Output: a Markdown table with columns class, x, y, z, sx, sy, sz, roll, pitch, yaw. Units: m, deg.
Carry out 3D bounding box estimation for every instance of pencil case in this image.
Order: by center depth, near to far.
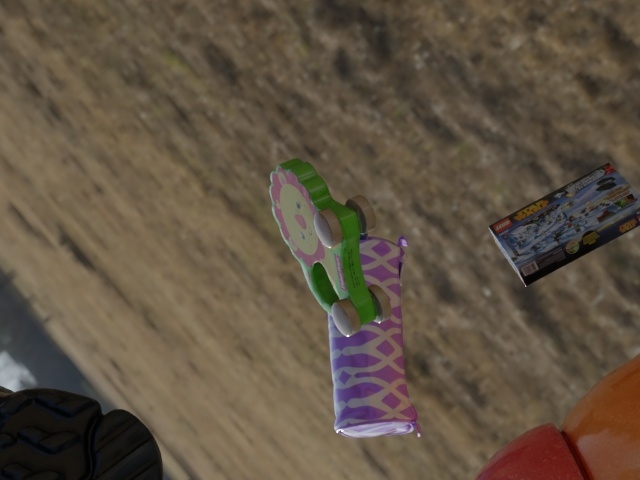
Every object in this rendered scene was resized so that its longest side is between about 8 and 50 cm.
| class | x | y | z | sx | sy | sz | roll | pitch | yaw |
| --- | --- | --- | --- | --- | --- | --- | --- | --- | --- |
| pencil case | 0.051 | 0.096 | 1.443 | 0.086 | 0.088 | 0.206 | 80 | -172 | -76 |

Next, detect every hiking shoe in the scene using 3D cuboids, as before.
| class | x | y | z | sx | sy | sz | roll | pitch | yaw |
| --- | --- | --- | --- | --- | --- | --- | --- | --- | --- |
| hiking shoe | -0.232 | 0.117 | 0.832 | 0.304 | 0.113 | 0.132 | 24 | 153 | 11 |

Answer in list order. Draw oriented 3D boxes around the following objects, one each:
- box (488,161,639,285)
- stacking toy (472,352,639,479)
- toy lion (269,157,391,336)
| class | x | y | z | sx | sy | sz | roll | pitch | yaw |
| --- | --- | --- | --- | --- | --- | --- | --- | --- | --- |
| box | 0.239 | -0.017 | 1.389 | 0.027 | 0.137 | 0.094 | 61 | -177 | -28 |
| stacking toy | 0.170 | 0.313 | 1.236 | 0.350 | 0.479 | 0.351 | -22 | -90 | -87 |
| toy lion | 0.000 | 0.000 | 0.907 | 0.096 | 0.034 | 0.100 | 28 | 135 | 55 |
